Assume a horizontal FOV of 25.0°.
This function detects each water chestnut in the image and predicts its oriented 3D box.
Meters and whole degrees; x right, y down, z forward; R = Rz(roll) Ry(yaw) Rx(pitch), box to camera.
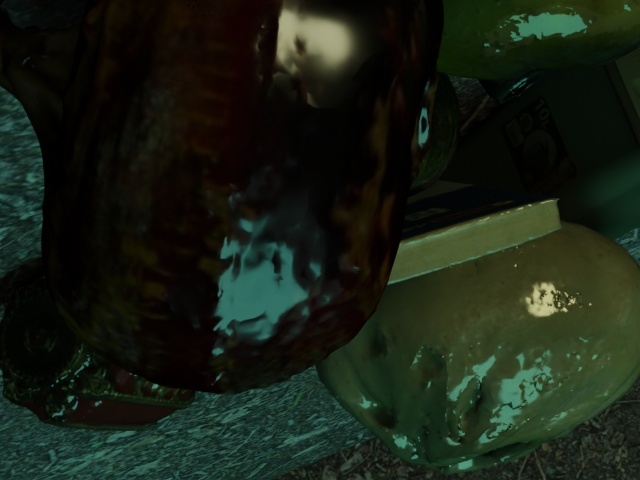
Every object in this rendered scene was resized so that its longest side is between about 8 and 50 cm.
[{"bbox_3d":[-0.081,-0.082,0.929,0.302,0.350,0.350,13,159,-2],"label":"water chestnut"}]

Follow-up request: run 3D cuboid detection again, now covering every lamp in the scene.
[{"bbox_3d":[-0.228,0.117,1.533,0.177,0.177,0.274,-26,165,15],"label":"lamp"}]

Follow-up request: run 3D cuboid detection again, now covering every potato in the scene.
[{"bbox_3d":[0.162,-0.196,1.089,0.248,0.144,0.169,-11,166,-3],"label":"potato"}]

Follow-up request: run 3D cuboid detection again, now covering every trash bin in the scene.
[{"bbox_3d":[0.278,-0.077,1.549,0.223,0.158,0.343,-7,159,-39],"label":"trash bin"}]

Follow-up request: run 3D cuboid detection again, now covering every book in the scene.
[{"bbox_3d":[0.000,0.000,1.341,0.300,0.039,0.428,-17,-171,-15],"label":"book"}]

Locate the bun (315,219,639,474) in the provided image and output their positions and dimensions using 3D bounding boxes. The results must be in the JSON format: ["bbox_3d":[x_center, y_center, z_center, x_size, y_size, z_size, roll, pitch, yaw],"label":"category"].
[{"bbox_3d":[0.178,0.109,1.466,0.362,0.235,0.326,15,148,-42],"label":"bun"}]

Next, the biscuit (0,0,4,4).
[{"bbox_3d":[-0.258,-0.151,0.886,0.289,0.038,0.141,-32,160,31],"label":"biscuit"}]

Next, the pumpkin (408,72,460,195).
[{"bbox_3d":[0.007,-0.088,1.202,0.223,0.157,0.223,-17,179,0],"label":"pumpkin"}]

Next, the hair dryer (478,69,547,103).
[{"bbox_3d":[0.198,-0.204,1.210,0.197,0.100,0.057,-34,173,-10],"label":"hair dryer"}]
